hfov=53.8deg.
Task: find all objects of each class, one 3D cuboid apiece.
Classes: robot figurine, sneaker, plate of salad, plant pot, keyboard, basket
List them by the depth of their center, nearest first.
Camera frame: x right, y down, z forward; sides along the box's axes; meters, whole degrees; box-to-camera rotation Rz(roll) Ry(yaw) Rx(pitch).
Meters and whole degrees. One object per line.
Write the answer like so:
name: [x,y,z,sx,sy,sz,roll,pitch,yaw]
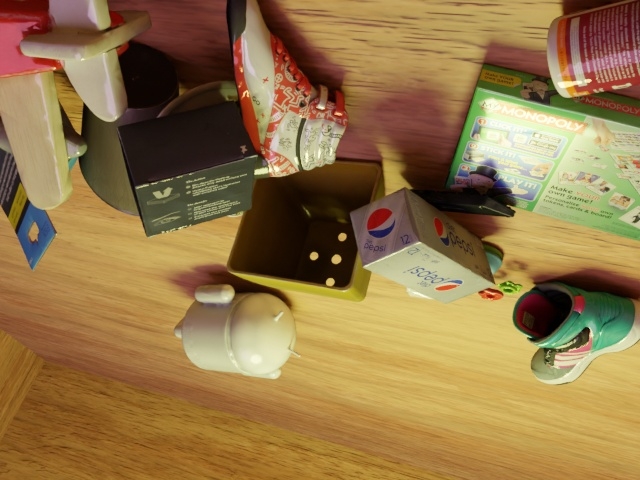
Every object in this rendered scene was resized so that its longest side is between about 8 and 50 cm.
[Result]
sneaker: [-0.041,-0.210,0.843,0.145,0.090,0.270,-8,128,-5]
plate of salad: [-0.154,-0.153,0.936,0.200,0.048,0.200,-21,152,-12]
keyboard: [0.188,-0.060,0.936,0.108,0.023,0.180,13,177,-36]
basket: [-0.293,-0.176,0.982,0.204,0.154,0.227,50,149,13]
plant pot: [0.000,0.000,1.062,0.212,0.212,0.187,8,160,22]
sneaker: [0.420,0.170,1.145,0.178,0.124,0.295,18,144,-7]
robot figurine: [-0.204,0.231,1.580,0.353,0.200,0.300,-5,126,38]

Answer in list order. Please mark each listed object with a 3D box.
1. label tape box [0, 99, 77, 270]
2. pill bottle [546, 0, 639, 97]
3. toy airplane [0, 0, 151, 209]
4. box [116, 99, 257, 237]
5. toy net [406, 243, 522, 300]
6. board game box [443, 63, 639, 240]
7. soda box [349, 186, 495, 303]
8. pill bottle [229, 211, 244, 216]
label tape box: [-0.486,-0.143,1.039,0.240,0.106,0.333,-27,91,55]
pill bottle: [0.311,-0.196,0.622,0.152,0.086,0.086,-4,144,38]
toy airplane: [-0.397,-0.266,0.773,0.384,0.272,0.386,37,113,-23]
box: [-0.176,-0.093,0.847,0.156,0.093,0.158,-17,161,-16]
toy net: [0.259,0.074,1.176,0.122,0.045,0.232,31,152,-23]
board game box: [0.337,-0.101,0.815,0.317,0.046,0.213,16,151,8]
soda box: [0.165,0.017,0.969,0.098,0.091,0.286,-26,152,28]
pill bottle: [-0.147,-0.093,1.122,0.065,0.065,0.116,25,151,-8]
